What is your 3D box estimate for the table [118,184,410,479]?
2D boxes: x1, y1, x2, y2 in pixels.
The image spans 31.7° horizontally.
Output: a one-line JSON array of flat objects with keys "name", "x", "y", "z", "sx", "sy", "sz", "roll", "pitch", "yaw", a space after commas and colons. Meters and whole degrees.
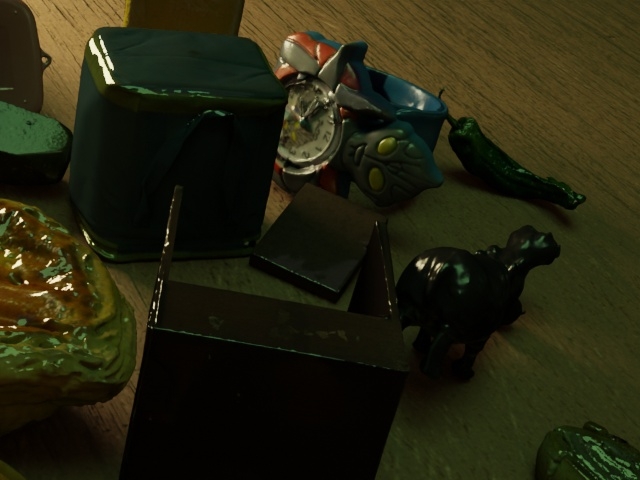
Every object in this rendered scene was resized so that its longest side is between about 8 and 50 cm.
[{"name": "table", "x": -0.060, "y": 0.107, "z": 1.178, "sx": 0.250, "sy": 0.196, "sz": 0.282, "roll": 9, "pitch": 30, "yaw": -8}]

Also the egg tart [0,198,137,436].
[{"name": "egg tart", "x": -0.368, "y": 0.077, "z": 1.120, "sx": 0.351, "sy": 0.153, "sz": 0.339, "roll": -3, "pitch": 36, "yaw": -26}]

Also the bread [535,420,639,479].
[{"name": "bread", "x": 0.303, "y": 0.258, "z": 1.211, "sx": 0.117, "sy": 0.064, "sz": 0.156, "roll": -16, "pitch": 45, "yaw": -42}]

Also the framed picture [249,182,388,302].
[{"name": "framed picture", "x": 0.000, "y": 0.000, "z": 1.490, "sx": 0.127, "sy": 0.023, "sz": 0.168, "roll": 24, "pitch": 44, "yaw": 12}]

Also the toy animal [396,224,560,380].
[{"name": "toy animal", "x": 0.182, "y": 0.072, "z": 1.362, "sx": 0.106, "sy": 0.168, "sz": 0.343, "roll": 28, "pitch": 20, "yaw": 23}]

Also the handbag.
[{"name": "handbag", "x": -0.183, "y": -0.125, "z": 1.433, "sx": 0.263, "sy": 0.241, "sz": 0.222, "roll": -1, "pitch": 35, "yaw": -28}]

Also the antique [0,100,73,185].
[{"name": "antique", "x": -0.431, "y": -0.134, "z": 1.452, "sx": 0.220, "sy": 0.081, "sz": 0.080, "roll": 18, "pitch": 61, "yaw": -14}]

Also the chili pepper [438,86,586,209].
[{"name": "chili pepper", "x": 0.277, "y": -0.123, "z": 1.758, "sx": 0.278, "sy": 0.122, "sz": 0.065, "roll": 33, "pitch": 65, "yaw": -2}]

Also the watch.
[{"name": "watch", "x": 0.081, "y": -0.164, "z": 1.645, "sx": 0.305, "sy": 0.241, "sz": 0.274, "roll": 30, "pitch": 21, "yaw": 22}]

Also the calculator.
[{"name": "calculator", "x": -0.523, "y": -0.244, "z": 1.516, "sx": 0.329, "sy": 0.220, "sz": 0.048, "roll": -7, "pitch": -2, "yaw": -29}]

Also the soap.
[{"name": "soap", "x": -0.211, "y": -0.410, "z": 1.793, "sx": 0.199, "sy": 0.315, "sz": 0.091, "roll": 11, "pitch": 34, "yaw": -9}]

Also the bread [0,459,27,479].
[{"name": "bread", "x": -0.310, "y": 0.282, "z": 0.858, "sx": 0.172, "sy": 0.121, "sz": 0.311, "roll": 10, "pitch": 33, "yaw": -10}]
